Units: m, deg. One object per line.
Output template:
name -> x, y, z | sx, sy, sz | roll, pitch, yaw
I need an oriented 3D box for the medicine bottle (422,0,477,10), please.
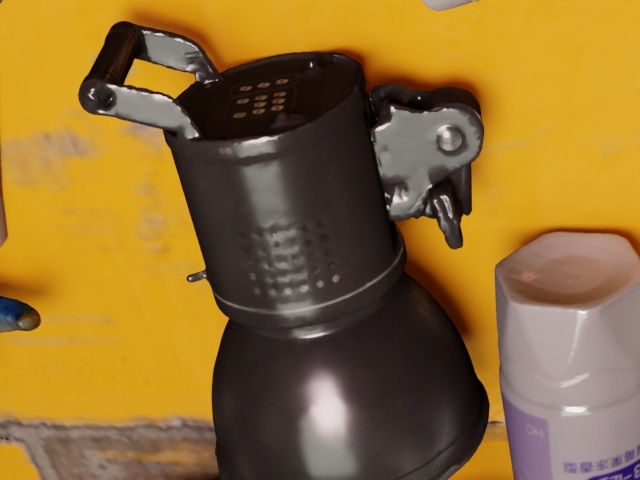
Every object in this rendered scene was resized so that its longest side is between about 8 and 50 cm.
medicine bottle -> 0.082, -0.133, 0.581 | 0.091, 0.058, 0.058 | -12, 123, 27

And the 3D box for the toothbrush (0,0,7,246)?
toothbrush -> -0.176, -0.071, 0.753 | 0.017, 0.014, 0.194 | 16, 131, 6

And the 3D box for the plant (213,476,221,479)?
plant -> -0.007, 0.213, 0.836 | 0.274, 0.146, 0.149 | -14, 112, 25

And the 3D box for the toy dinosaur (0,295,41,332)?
toy dinosaur -> -0.279, 0.015, 0.828 | 0.247, 0.075, 0.188 | -15, 114, 36

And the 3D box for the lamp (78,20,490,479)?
lamp -> 0.000, 0.000, 0.683 | 0.172, 0.147, 0.227 | -8, 118, 9

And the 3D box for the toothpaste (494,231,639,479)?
toothpaste -> 0.149, 0.169, 0.768 | 0.080, 0.125, 0.371 | 15, 128, 35
